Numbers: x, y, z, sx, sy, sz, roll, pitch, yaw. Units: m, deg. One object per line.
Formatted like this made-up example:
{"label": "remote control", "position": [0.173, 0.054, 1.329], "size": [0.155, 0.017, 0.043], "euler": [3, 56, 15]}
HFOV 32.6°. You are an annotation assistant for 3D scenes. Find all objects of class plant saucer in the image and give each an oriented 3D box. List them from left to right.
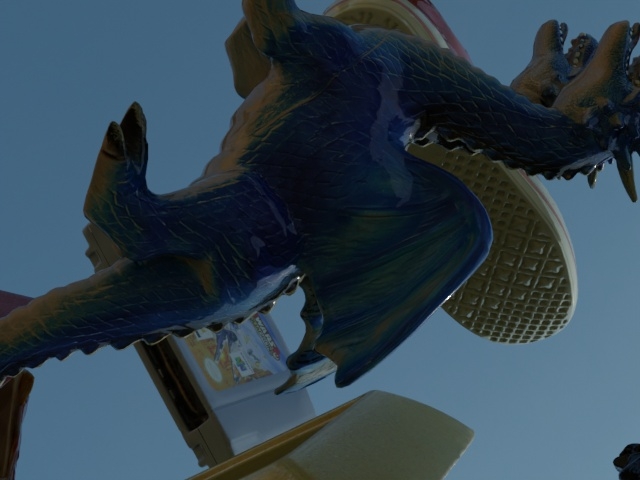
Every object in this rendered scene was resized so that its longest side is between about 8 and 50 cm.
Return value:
{"label": "plant saucer", "position": [-0.067, 0.220, 0.857], "size": [0.332, 0.333, 0.081], "euler": [-29, -95, 18]}

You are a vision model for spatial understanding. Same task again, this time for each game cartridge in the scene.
{"label": "game cartridge", "position": [-0.120, 0.101, 1.176], "size": [0.062, 0.198, 0.297], "euler": [-38, -104, 29]}

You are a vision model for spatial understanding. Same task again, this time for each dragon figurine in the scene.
{"label": "dragon figurine", "position": [0.000, 0.000, 0.363], "size": [0.144, 0.085, 0.289], "euler": [42, -107, -5]}

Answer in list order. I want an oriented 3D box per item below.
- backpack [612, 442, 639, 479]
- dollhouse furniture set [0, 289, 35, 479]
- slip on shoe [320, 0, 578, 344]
{"label": "backpack", "position": [0.303, 0.160, 0.693], "size": [0.158, 0.117, 0.173], "euler": [24, -51, -26]}
{"label": "dollhouse furniture set", "position": [-0.357, 0.102, 0.653], "size": [0.374, 0.152, 0.201], "euler": [15, -72, 5]}
{"label": "slip on shoe", "position": [0.105, -0.055, 0.827], "size": [0.123, 0.101, 0.331], "euler": [-20, -62, 27]}
